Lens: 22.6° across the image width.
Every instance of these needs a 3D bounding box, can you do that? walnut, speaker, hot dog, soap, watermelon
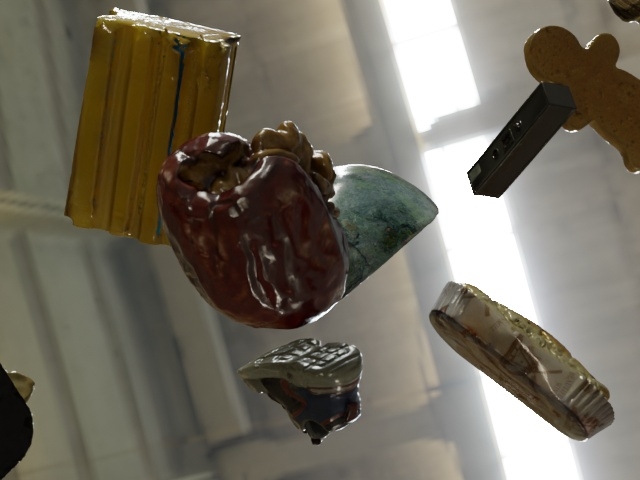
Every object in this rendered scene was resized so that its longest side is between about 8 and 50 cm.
[{"bbox_3d":[-0.069,-0.029,2.032,0.222,0.244,0.269,41,162,38],"label":"walnut"},{"bbox_3d":[0.257,-0.128,2.065,0.046,0.191,0.040,7,-128,-28],"label":"speaker"},{"bbox_3d":[0.246,0.147,1.962,0.268,0.075,0.144,38,166,17],"label":"hot dog"},{"bbox_3d":[-0.238,-0.159,2.274,0.096,0.204,0.324,-62,-15,-68],"label":"soap"},{"bbox_3d":[-0.004,-0.005,2.330,0.175,0.322,0.188,52,-172,-4],"label":"watermelon"}]

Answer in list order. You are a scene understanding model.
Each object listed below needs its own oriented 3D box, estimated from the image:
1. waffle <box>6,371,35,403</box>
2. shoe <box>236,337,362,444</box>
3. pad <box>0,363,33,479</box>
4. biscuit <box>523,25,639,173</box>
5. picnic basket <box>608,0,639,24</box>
[{"bbox_3d":[-0.543,0.176,1.918,0.348,0.304,0.077,32,-128,-13],"label":"waffle"},{"bbox_3d":[-0.014,0.201,2.110,0.099,0.228,0.125,-29,-74,-32],"label":"shoe"},{"bbox_3d":[-0.454,0.118,1.681,0.315,0.063,0.375,-44,-61,-37],"label":"pad"},{"bbox_3d":[0.370,-0.202,2.153,0.240,0.035,0.158,36,-116,-13],"label":"biscuit"},{"bbox_3d":[0.506,-0.493,2.339,0.175,0.228,0.312,31,-130,-25],"label":"picnic basket"}]
